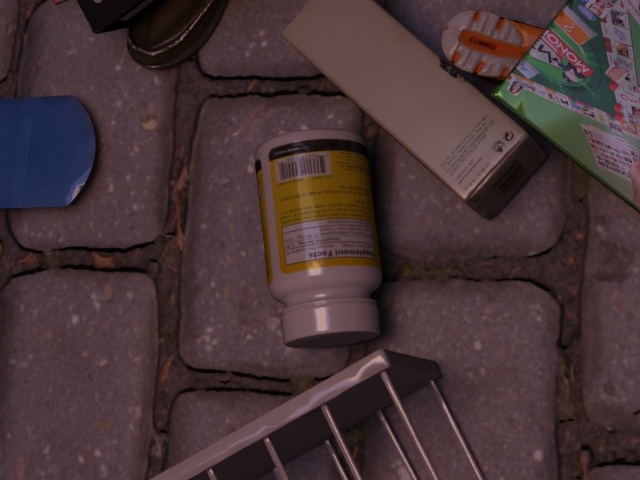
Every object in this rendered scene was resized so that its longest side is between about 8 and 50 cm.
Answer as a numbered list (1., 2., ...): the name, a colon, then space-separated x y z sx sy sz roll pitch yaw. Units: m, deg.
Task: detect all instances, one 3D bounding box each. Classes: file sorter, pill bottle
1. file sorter: 0.007 0.249 1.414 0.277 0.193 0.173 -31 74 13
2. pill bottle: 0.000 0.000 1.498 0.119 0.119 0.208 -10 77 18

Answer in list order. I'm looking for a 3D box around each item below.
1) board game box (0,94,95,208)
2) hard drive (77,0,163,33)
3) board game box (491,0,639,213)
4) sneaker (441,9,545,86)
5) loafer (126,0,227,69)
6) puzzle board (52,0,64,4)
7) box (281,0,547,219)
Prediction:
1. board game box: -0.330 -0.097 1.685 0.168 0.033 0.133 -1 75 15
2. hard drive: -0.222 -0.420 1.541 0.237 0.064 0.339 -28 87 41
3. board game box: 0.352 -0.123 1.387 0.317 0.046 0.213 39 96 6
4. sneaker: 0.228 -0.174 1.469 0.215 0.083 0.084 25 93 8
5. loafer: -0.140 -0.304 1.619 0.094 0.087 0.251 36 94 22
6. puzzle board: -0.268 -0.343 1.716 0.128 0.011 0.096 -20 75 15
7. box: 0.095 -0.148 1.495 0.275 0.113 0.094 44 97 20
